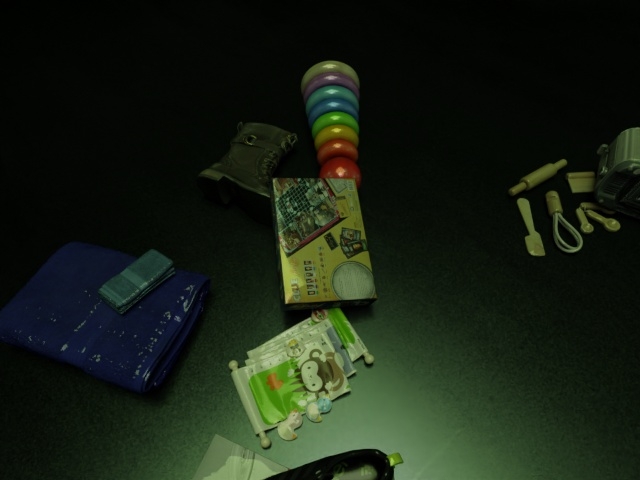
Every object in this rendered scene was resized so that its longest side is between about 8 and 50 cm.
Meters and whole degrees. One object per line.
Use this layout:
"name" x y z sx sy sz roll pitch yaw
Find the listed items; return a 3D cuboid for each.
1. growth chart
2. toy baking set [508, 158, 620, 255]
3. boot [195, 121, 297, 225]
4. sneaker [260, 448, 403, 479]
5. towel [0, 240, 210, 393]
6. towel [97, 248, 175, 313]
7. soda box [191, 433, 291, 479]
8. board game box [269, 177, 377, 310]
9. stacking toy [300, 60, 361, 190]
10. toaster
"growth chart" -0.030 0.210 0.760 0.237 0.021 0.172 -31 61 -18
"toy baking set" 0.490 -0.072 0.934 0.256 0.030 0.197 -24 58 -14
"boot" -0.113 -0.161 0.984 0.263 0.091 0.229 24 55 14
"sneaker" -0.015 0.296 0.539 0.235 0.097 0.084 -19 54 -14
"towel" -0.372 0.125 0.805 0.308 0.076 0.227 15 50 12
"towel" -0.313 0.068 0.785 0.067 0.029 0.119 30 56 23
"soda box" -0.033 0.367 0.606 0.286 0.091 0.098 19 57 14
"board game box" 0.000 0.000 0.831 0.165 0.042 0.243 -1 66 -15
"stacking toy" 0.029 -0.235 1.010 0.141 0.141 0.330 -3 59 0
"toaster" 0.663 -0.126 0.904 0.227 0.129 0.146 20 54 8
